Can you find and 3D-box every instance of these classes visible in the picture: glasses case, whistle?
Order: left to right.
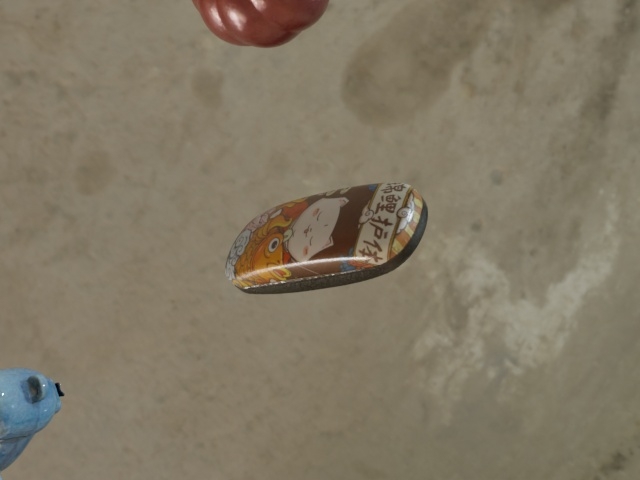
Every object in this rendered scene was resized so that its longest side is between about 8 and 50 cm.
[{"bbox_3d":[-0.352,0.191,0.942,0.269,0.180,0.093,-32,163,25],"label":"whistle"},{"bbox_3d":[0.000,0.000,1.244,0.082,0.321,0.122,47,52,-30],"label":"glasses case"}]

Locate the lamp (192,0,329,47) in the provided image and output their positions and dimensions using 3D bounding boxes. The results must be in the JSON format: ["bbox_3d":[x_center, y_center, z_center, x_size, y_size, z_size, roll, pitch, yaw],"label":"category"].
[{"bbox_3d":[-0.063,-0.287,0.979,0.140,0.182,0.182,20,95,-48],"label":"lamp"}]
